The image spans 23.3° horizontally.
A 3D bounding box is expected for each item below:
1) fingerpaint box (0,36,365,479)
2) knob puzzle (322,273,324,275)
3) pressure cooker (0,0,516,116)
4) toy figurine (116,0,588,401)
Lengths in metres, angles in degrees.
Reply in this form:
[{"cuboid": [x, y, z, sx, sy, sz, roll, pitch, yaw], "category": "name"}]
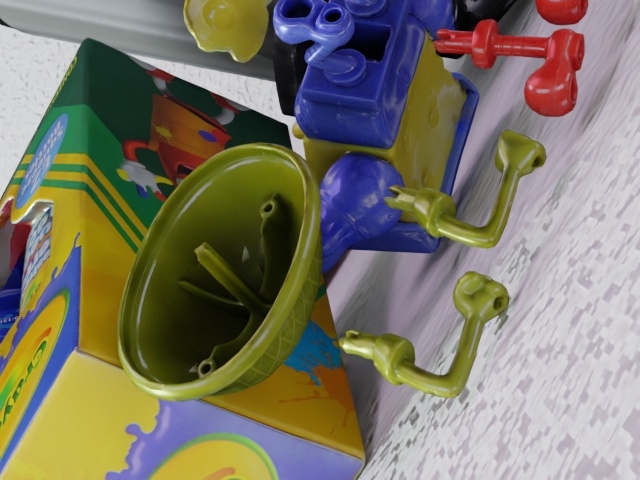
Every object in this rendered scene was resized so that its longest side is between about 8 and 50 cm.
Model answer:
[{"cuboid": [-0.173, 0.156, 0.931, 0.445, 0.163, 0.371, -58, 22, 23], "category": "fingerpaint box"}, {"cuboid": [0.000, 0.000, 1.278, 0.213, 0.030, 0.213, -59, 6, 11], "category": "knob puzzle"}, {"cuboid": [-0.024, -0.296, 1.092, 0.375, 0.420, 0.370, -41, -38, -71], "category": "pressure cooker"}, {"cuboid": [0.048, -0.043, 0.787, 0.217, 0.191, 0.362, 63, -143, -58], "category": "toy figurine"}]
